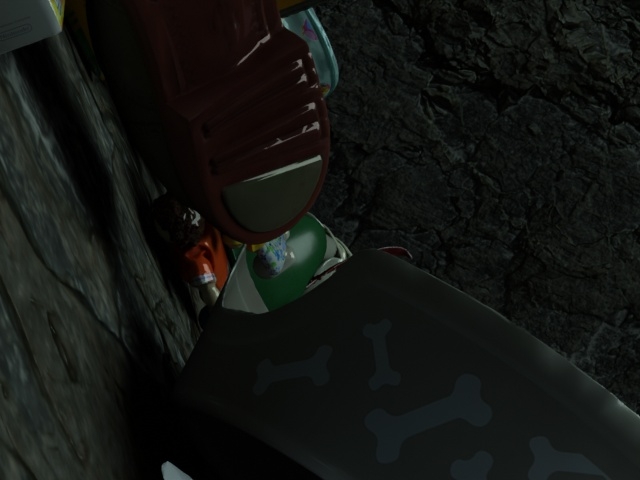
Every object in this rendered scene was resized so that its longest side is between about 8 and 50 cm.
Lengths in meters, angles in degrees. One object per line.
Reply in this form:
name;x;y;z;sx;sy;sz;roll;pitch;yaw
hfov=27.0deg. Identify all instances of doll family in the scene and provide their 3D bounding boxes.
doll family;-0.074;-0.075;0.975;0.163;0.118;0.263;73;-3;-55

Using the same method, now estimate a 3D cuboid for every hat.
hat;0.000;0.000;1.455;0.208;0.183;0.173;-103;173;-75

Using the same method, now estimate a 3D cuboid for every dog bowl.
dog bowl;0.066;0.144;0.717;0.348;0.102;0.349;34;-18;12

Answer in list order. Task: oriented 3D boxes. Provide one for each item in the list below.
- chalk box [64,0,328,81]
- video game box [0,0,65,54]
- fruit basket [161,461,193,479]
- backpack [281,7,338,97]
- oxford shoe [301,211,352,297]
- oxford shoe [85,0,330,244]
chalk box;-0.118;-0.280;0.945;0.289;0.180;0.179;-109;179;-51
video game box;-0.171;-0.206;0.625;0.205;0.048;0.187;-107;176;-61
fruit basket;0.036;0.299;0.538;0.353;0.165;0.327;46;19;-46
backpack;-0.068;-0.140;1.148;0.188;0.144;0.166;68;-19;0
oxford shoe;-0.007;0.042;1.800;0.449;0.130;0.169;67;5;-46
oxford shoe;-0.094;-0.161;0.712;0.130;0.123;0.348;24;-47;43
